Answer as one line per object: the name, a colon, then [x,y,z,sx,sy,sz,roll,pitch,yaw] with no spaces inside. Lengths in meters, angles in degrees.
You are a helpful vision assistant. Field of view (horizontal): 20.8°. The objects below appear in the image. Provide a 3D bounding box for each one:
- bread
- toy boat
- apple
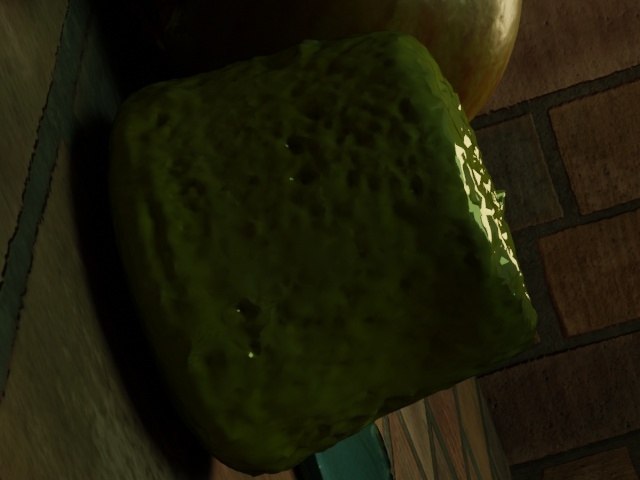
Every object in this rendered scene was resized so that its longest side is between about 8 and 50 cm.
bread: [0.000,0.000,1.431,0.348,0.308,0.348,-19,90,-79]
toy boat: [0.006,0.221,1.872,0.102,0.088,0.215,9,-57,61]
apple: [0.007,-0.262,1.682,0.400,0.333,0.400,22,36,-17]
